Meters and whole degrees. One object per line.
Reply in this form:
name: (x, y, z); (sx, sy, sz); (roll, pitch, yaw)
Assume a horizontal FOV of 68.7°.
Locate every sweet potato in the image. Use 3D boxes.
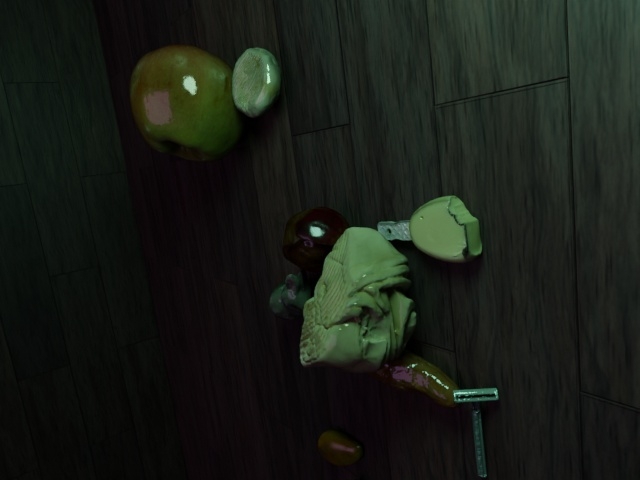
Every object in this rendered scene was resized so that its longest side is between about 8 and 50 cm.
sweet potato: (0.164, 0.283, 1.067); (0.106, 0.095, 0.354); (41, 164, -31)

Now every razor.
razor: (0.318, 0.387, 0.944); (0.084, 0.036, 0.211); (-6, 110, 12)

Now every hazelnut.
hazelnut: (-0.008, 0.000, 1.138); (0.201, 0.170, 0.161); (-164, 62, -78)

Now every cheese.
cheese: (0.204, -0.023, 0.944); (0.255, 0.050, 0.127); (3, 104, 54)

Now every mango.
mango: (0.055, 0.613, 1.377); (0.187, 0.066, 0.101); (-16, 90, 47)

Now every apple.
apple: (-0.391, -0.390, 1.387); (0.338, 0.338, 0.305); (2, 90, 54)

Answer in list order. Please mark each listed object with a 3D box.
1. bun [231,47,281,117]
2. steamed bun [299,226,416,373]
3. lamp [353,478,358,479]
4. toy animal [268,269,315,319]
bun: (-0.158, -0.420, 1.261); (0.183, 0.102, 0.184); (4, 95, 47)
steamed bun: (0.094, 0.142, 1.015); (0.276, 0.203, 0.289); (-37, 38, 59)
lamp: (0.133, 0.798, 1.288); (0.227, 0.147, 0.172); (40, 109, 29)
toy animal: (-0.070, 0.152, 1.281); (0.125, 0.127, 0.251); (37, 162, 4)
